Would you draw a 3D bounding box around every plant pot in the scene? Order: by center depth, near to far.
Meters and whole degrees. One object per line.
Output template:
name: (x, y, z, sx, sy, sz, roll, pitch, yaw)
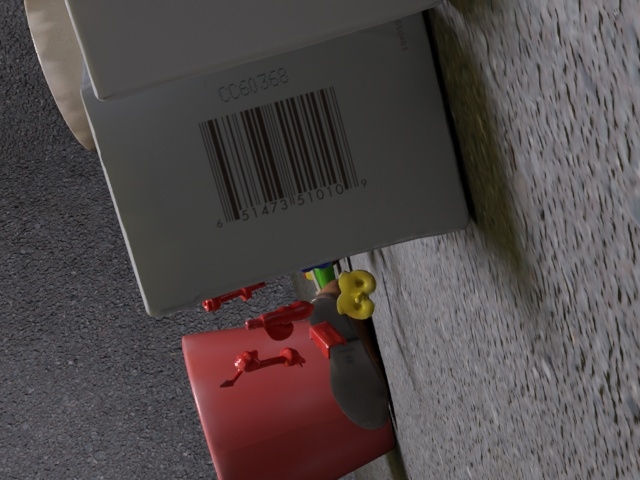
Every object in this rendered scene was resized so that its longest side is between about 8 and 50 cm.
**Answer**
plant pot: (-0.197, -0.272, 1.772, 0.256, 0.274, 0.256, -16, -90, -84)
plant pot: (-0.039, 0.231, 1.939, 0.275, 0.243, 0.274, 164, 90, -86)

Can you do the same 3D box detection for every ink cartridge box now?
ink cartridge box: (-0.071, -0.238, 0.813, 0.270, 0.197, 0.198, -113, 8, -61)

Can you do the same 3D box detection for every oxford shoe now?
oxford shoe: (0.049, 0.145, 1.789, 0.076, 0.076, 0.212, -56, -45, -55)

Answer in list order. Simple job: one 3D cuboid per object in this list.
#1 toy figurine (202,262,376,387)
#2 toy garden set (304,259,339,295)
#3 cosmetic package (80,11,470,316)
toy figurine: (-0.087, -0.057, 1.448, 0.217, 0.191, 0.362, 44, 150, 47)
toy garden set: (0.000, 0.000, 1.918, 0.244, 0.049, 0.203, -114, 11, -60)
cosmetic package: (-0.051, -0.099, 1.002, 0.385, 0.217, 0.156, -114, 9, -74)
